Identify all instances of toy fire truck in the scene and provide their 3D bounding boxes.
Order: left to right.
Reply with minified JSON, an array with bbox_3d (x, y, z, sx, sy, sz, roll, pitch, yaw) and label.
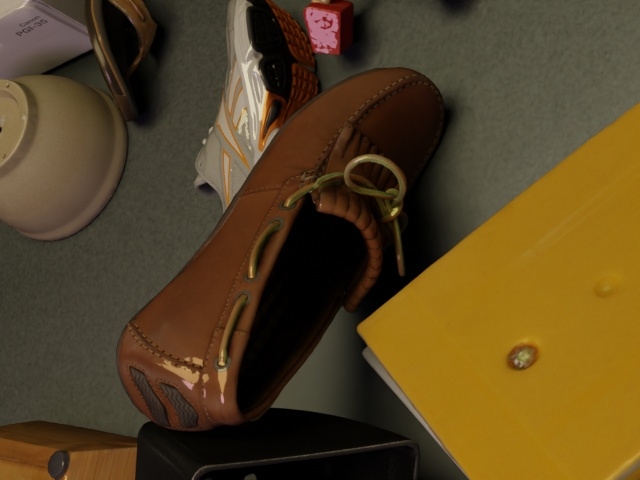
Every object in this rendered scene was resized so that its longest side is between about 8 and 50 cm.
[{"bbox_3d":[0.053,-0.256,1.479,0.135,0.047,0.192,4,110,16],"label":"toy fire truck"}]

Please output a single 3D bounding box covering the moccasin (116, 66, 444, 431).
[{"bbox_3d":[-0.001,-0.003,1.336,0.147,0.139,0.380,7,38,36],"label":"moccasin"}]

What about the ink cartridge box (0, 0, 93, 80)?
[{"bbox_3d":[-0.338,-0.301,1.764,0.207,0.117,0.283,-21,62,28],"label":"ink cartridge box"}]

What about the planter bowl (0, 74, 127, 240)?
[{"bbox_3d":[-0.282,-0.092,1.656,0.162,0.109,0.162,-13,66,31],"label":"planter bowl"}]

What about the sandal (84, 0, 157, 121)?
[{"bbox_3d":[-0.188,-0.219,1.668,0.060,0.090,0.219,-11,58,8],"label":"sandal"}]

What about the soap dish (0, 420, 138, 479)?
[{"bbox_3d":[-0.242,0.295,1.449,0.229,0.118,0.290,1,73,52],"label":"soap dish"}]

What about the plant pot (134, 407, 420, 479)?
[{"bbox_3d":[-0.054,0.218,1.321,0.167,0.187,0.188,30,119,56],"label":"plant pot"}]

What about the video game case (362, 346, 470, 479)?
[{"bbox_3d":[0.139,0.079,1.305,0.173,0.022,0.190,-42,37,0],"label":"video game case"}]

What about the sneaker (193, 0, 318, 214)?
[{"bbox_3d":[-0.068,-0.100,1.523,0.121,0.099,0.262,-25,59,30],"label":"sneaker"}]

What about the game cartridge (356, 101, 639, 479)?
[{"bbox_3d":[0.213,0.046,1.220,0.324,0.052,0.285,-37,37,0],"label":"game cartridge"}]
